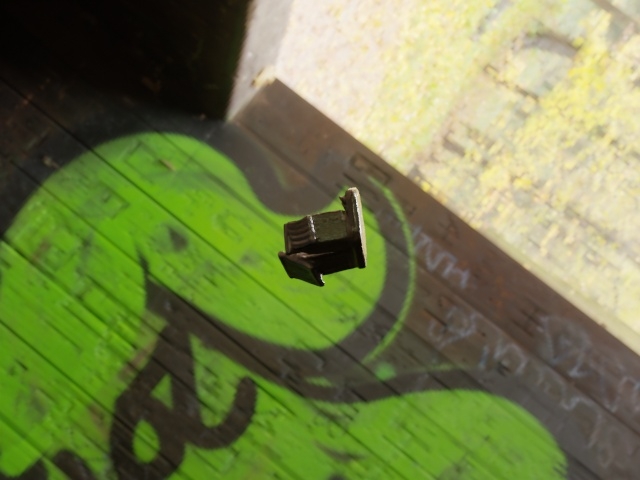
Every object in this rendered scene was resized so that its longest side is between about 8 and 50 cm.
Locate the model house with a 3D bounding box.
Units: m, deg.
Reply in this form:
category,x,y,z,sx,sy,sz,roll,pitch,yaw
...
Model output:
category,x,y,z,sx,sy,sz,roll,pitch,yaw
model house,0.007,0.004,2.019,0.188,0.122,0.229,-19,152,-2
